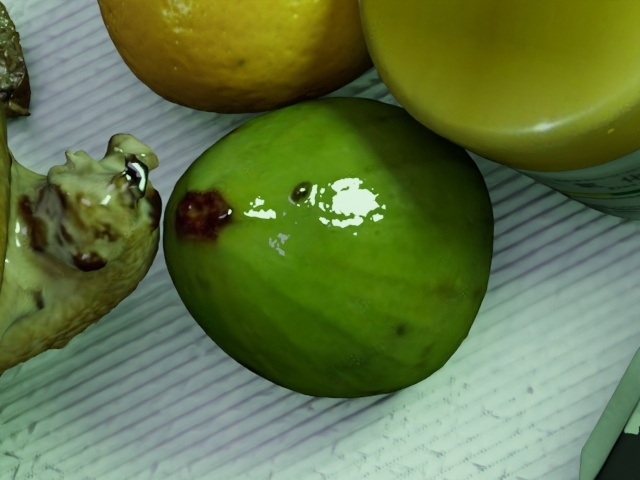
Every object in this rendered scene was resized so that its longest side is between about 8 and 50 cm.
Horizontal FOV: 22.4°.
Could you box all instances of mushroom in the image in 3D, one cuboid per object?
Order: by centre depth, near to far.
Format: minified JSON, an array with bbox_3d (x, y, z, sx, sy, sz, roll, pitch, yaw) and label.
[{"bbox_3d":[-0.248,0.063,0.995,0.260,0.345,0.345,12,72,-14],"label":"mushroom"}]

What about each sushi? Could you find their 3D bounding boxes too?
[{"bbox_3d":[-0.245,-0.135,1.197,0.052,0.055,0.120,-16,72,-4],"label":"sushi"}]

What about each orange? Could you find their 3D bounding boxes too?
[{"bbox_3d":[-0.045,-0.186,1.105,0.219,0.219,0.193,11,115,11],"label":"orange"}]

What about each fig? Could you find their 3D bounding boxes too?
[{"bbox_3d":[0.000,0.000,1.033,0.203,0.225,0.203,-6,79,30],"label":"fig"}]

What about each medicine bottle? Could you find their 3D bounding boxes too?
[{"bbox_3d":[0.180,-0.145,1.012,0.238,0.232,0.237,-9,74,32],"label":"medicine bottle"}]

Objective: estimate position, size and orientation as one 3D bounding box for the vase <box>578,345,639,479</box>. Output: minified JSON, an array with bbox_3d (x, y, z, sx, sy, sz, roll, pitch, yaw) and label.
[{"bbox_3d":[0.273,0.039,0.943,0.165,0.165,0.360,21,106,14],"label":"vase"}]
